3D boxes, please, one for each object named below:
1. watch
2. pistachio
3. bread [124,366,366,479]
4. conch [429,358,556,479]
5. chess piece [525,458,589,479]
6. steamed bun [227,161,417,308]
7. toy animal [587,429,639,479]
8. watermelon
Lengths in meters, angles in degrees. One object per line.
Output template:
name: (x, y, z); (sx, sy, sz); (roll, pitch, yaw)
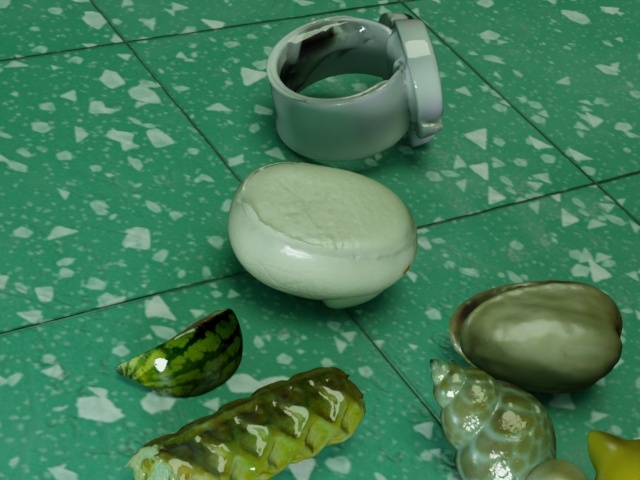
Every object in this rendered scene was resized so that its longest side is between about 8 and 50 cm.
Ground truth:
watch: (0.043, -0.212, 1.975); (0.231, 0.196, 0.244); (-16, 43, -3)
pistachio: (0.254, 0.110, 1.652); (0.206, 0.131, 0.129); (5, -3, -12)
bread: (-0.065, 0.203, 1.468); (0.269, 0.098, 0.087); (-21, 89, -36)
conch: (0.195, 0.209, 1.536); (0.116, 0.106, 0.173); (-16, 59, -8)
chess piece: (0.213, 0.282, 1.394); (0.094, 0.170, 0.094); (7, 39, -6)
steamed bun: (0.000, 0.000, 1.700); (0.228, 0.130, 0.177); (7, 41, -11)
toy animal: (0.398, 0.263, 1.504); (0.230, 0.156, 0.156); (-2, 41, -25)
watermelon: (-0.135, 0.112, 1.569); (0.087, 0.069, 0.163); (35, 40, 22)
